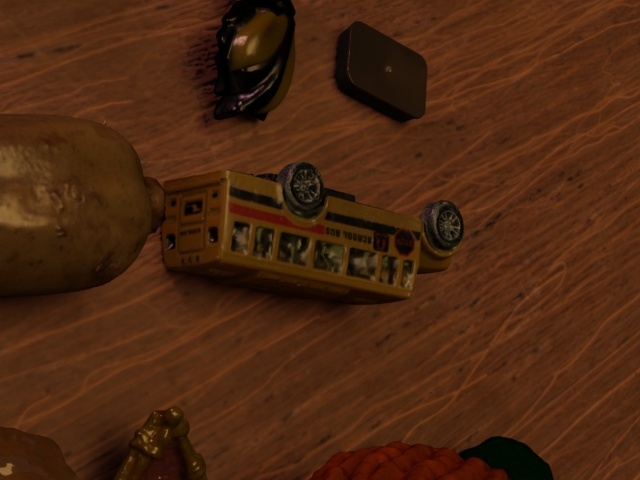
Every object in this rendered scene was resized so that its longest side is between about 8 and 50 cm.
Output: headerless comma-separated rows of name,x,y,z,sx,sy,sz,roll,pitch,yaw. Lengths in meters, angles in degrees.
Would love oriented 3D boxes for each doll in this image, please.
doll,-0.065,-0.229,1.502,0.127,0.088,0.249,38,48,-26

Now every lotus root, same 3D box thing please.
lotus root,-0.251,-0.031,1.214,0.284,0.146,0.160,-1,93,-46

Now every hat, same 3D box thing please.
hat,0.117,0.278,1.382,0.285,0.285,0.400,57,27,-10

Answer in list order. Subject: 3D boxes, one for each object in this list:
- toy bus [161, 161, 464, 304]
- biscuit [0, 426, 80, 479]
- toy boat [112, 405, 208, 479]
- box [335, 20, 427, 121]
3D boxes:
toy bus,0.000,0.000,1.453,0.335,0.121,0.123,13,74,-39
biscuit,-0.288,0.274,1.098,0.269,0.051,0.376,-24,86,-35
toy boat,-0.127,0.310,1.234,0.141,0.099,0.318,-6,81,-40
box,0.072,-0.198,1.655,0.126,0.031,0.091,22,60,-35
